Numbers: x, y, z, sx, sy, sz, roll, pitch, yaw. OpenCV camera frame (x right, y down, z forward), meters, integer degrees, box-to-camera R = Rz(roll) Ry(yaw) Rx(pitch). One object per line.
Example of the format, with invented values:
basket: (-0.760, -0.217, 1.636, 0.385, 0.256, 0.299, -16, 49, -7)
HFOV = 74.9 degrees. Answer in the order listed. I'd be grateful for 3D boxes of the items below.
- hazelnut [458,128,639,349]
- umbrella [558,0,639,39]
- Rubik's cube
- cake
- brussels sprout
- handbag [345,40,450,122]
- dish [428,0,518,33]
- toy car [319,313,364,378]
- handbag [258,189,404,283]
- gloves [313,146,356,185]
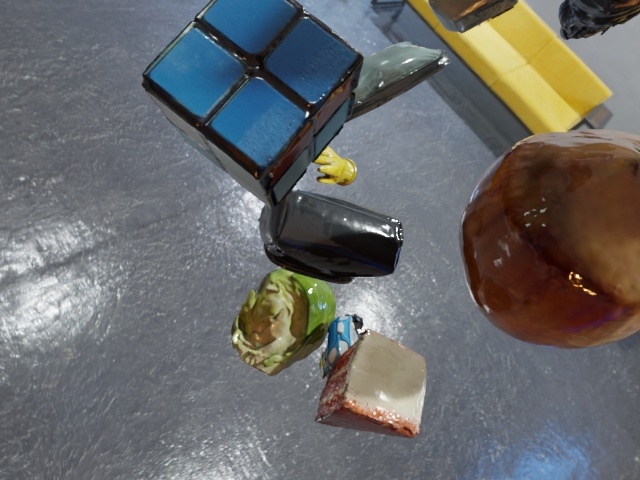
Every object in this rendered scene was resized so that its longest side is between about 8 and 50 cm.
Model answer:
hazelnut: (0.385, -0.008, 0.681, 0.315, 0.372, 0.372, 40, 47, 7)
umbrella: (0.271, -0.236, 0.408, 0.071, 0.071, 0.248, 46, 31, 3)
Rubik's cube: (-0.071, -0.167, 0.511, 0.167, 0.180, 0.183, 40, 85, 3)
cake: (0.100, 0.297, 0.828, 0.160, 0.262, 0.158, 21, 60, -1)
brussels sprout: (-0.112, 0.262, 1.398, 0.276, 0.315, 0.371, 32, 87, 18)
handbag: (0.100, -0.345, 0.914, 0.333, 0.074, 0.191, -28, 39, -6)
dish: (0.438, -0.646, 1.132, 0.182, 0.243, 0.080, 3, 71, -55)
toy car: (0.076, 0.375, 1.321, 0.198, 0.166, 0.314, -87, 161, -51)
handbag: (0.000, 0.003, 0.984, 0.302, 0.275, 0.177, 15, 79, -21)
gloves: (0.034, -0.302, 1.662, 0.294, 0.116, 0.132, 8, 54, -62)
